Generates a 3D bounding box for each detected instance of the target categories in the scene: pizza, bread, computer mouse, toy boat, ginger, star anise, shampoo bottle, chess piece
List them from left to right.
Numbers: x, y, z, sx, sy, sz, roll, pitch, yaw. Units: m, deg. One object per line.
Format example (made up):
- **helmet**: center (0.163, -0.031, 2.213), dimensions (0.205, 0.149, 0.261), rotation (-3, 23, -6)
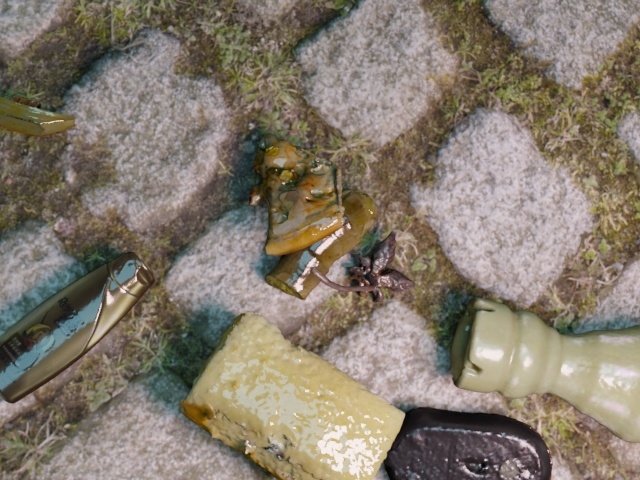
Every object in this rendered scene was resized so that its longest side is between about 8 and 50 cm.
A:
- **toy boat**: center (-0.573, -0.248, 1.756), dimensions (0.172, 0.065, 0.066), rotation (15, 58, -8)
- **shampoo bottle**: center (-0.470, 0.156, 1.682), dimensions (0.350, 0.084, 0.125), rotation (-38, 85, -14)
- **bread**: center (-0.057, 0.323, 1.667), dimensions (0.375, 0.165, 0.236), rotation (35, 72, 0)
- **pizza**: center (-0.052, -0.111, 1.742), dimensions (0.189, 0.071, 0.297), rotation (-16, 53, 7)
- **ginger**: center (0.000, 0.000, 1.769), dimensions (0.263, 0.116, 0.109), rotation (-49, 48, -9)
- **star anise**: center (0.093, 0.057, 1.710), dimensions (0.218, 0.227, 0.148), rotation (15, 97, -2)
- **computer mouse**: center (0.280, 0.420, 1.720), dimensions (0.323, 0.116, 0.183), rotation (6, 89, 5)
- **chess piece**: center (0.486, 0.249, 1.739), dimensions (0.442, 0.234, 0.234), rotation (13, 78, -2)
